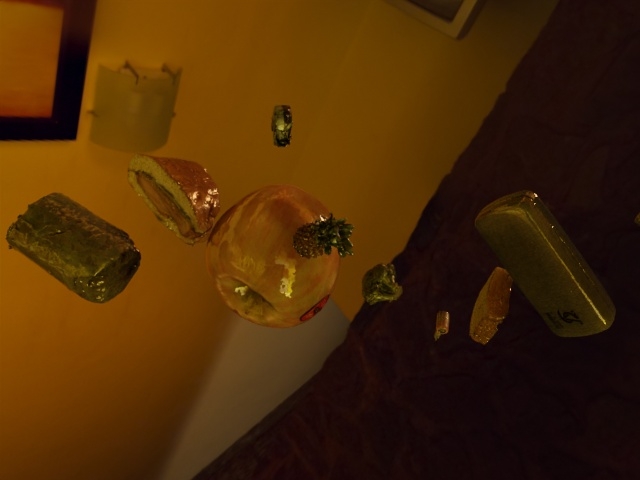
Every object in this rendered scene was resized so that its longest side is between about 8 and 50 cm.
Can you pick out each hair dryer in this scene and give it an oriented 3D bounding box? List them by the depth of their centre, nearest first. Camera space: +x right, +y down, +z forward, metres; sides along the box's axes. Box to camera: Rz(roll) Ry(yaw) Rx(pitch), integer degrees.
[{"bbox_3d":[0.363,0.274,1.591,0.037,0.114,0.063,12,-135,7],"label":"hair dryer"}]

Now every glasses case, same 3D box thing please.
[{"bbox_3d":[0.447,0.051,1.039,0.323,0.131,0.074,52,-125,-8],"label":"glasses case"}]

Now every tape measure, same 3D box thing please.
[{"bbox_3d":[-0.093,-0.280,1.266,0.054,0.094,0.091,0,-158,-6],"label":"tape measure"}]

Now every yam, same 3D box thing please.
[{"bbox_3d":[-0.613,0.018,1.323,0.300,0.195,0.195,31,-146,6],"label":"yam"}]

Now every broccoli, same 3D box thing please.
[{"bbox_3d":[0.193,0.146,1.695,0.138,0.145,0.162,23,-162,32],"label":"broccoli"}]

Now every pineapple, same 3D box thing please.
[{"bbox_3d":[0.000,0.000,1.175,0.083,0.221,0.103,-17,-90,-24],"label":"pineapple"}]

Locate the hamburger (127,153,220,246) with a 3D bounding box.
[{"bbox_3d":[-0.424,-0.155,1.635,0.330,0.162,0.209,43,-147,11],"label":"hamburger"}]

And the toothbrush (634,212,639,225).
[{"bbox_3d":[0.692,-0.146,0.974,0.031,0.297,0.030,39,-173,9],"label":"toothbrush"}]

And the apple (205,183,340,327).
[{"bbox_3d":[-0.123,0.036,1.470,0.392,0.391,0.346,28,-124,2],"label":"apple"}]

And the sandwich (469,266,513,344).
[{"bbox_3d":[0.618,0.233,1.898,0.087,0.251,0.226,20,-119,11],"label":"sandwich"}]
